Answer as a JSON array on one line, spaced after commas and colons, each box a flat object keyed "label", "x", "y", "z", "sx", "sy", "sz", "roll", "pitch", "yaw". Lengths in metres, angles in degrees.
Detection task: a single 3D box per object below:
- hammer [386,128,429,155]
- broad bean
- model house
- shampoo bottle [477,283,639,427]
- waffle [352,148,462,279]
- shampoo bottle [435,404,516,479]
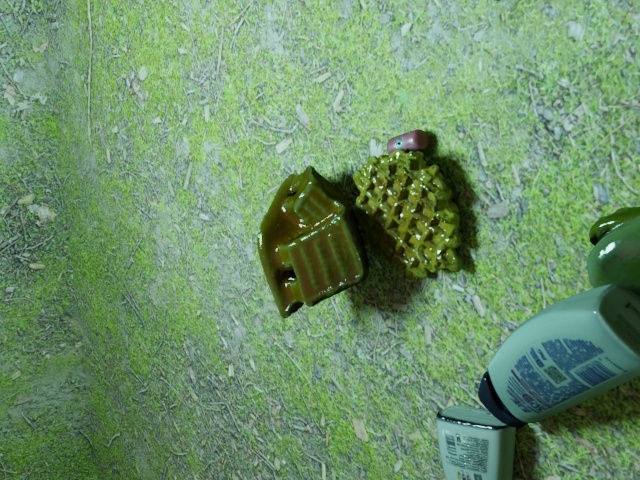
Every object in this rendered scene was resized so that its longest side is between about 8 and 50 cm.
[{"label": "hammer", "x": 0.148, "y": -0.165, "z": 1.223, "sx": 0.083, "sy": 0.043, "sz": 0.043, "roll": -9, "pitch": 95, "yaw": 55}, {"label": "broad bean", "x": 0.441, "y": 0.030, "z": 0.878, "sx": 0.228, "sy": 0.100, "sz": 0.169, "roll": 30, "pitch": 134, "yaw": 29}, {"label": "model house", "x": -0.008, "y": -0.008, "z": 1.347, "sx": 0.239, "sy": 0.173, "sz": 0.268, "roll": -16, "pitch": 94, "yaw": 65}, {"label": "shampoo bottle", "x": 0.328, "y": 0.171, "z": 1.009, "sx": 0.134, "sy": 0.078, "sz": 0.359, "roll": 43, "pitch": 151, "yaw": 8}, {"label": "waffle", "x": 0.145, "y": -0.041, "z": 1.247, "sx": 0.237, "sy": 0.058, "sz": 0.244, "roll": 0, "pitch": 112, "yaw": 51}, {"label": "shampoo bottle", "x": 0.285, "y": 0.433, "z": 1.242, "sx": 0.153, "sy": 0.071, "sz": 0.284, "roll": 1, "pitch": 105, "yaw": 50}]
